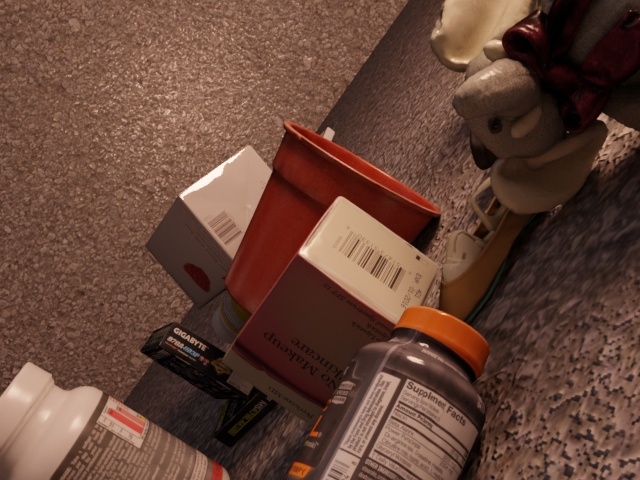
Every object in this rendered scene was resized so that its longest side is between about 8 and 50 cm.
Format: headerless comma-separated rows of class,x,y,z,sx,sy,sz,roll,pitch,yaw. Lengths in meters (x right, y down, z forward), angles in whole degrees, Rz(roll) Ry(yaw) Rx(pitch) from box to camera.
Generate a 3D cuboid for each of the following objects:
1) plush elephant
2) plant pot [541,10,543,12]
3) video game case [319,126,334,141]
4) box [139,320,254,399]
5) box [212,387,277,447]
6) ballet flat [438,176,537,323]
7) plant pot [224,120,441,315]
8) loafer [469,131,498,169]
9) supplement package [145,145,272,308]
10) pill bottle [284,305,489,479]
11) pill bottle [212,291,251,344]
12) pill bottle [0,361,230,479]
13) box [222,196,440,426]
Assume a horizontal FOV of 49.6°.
plush elephant,0.227,-0.171,0.647,0.255,0.271,0.330,-34,-10,22
plant pot,0.335,-0.428,0.978,0.271,0.272,0.255,-49,26,21
video game case,-0.081,-0.126,1.637,0.285,0.025,0.204,-40,20,39
box,-0.217,0.216,1.220,0.051,0.175,0.220,-60,13,-22
box,-0.106,0.246,1.241,0.184,0.045,0.190,-50,13,28
ballet flat,0.184,-0.010,0.779,0.232,0.073,0.080,-55,11,-6
plant pot,0.000,0.000,1.064,0.265,0.272,0.272,-60,11,11
loafer,0.272,-0.173,0.945,0.078,0.080,0.220,0,45,34
supplement package,-0.185,-0.014,1.311,0.175,0.177,0.293,-42,3,-30
pill bottle,0.058,0.178,0.595,0.245,0.130,0.130,-58,13,-22
pill bottle,-0.146,0.140,1.505,0.208,0.119,0.119,-42,16,42
pill bottle,-0.337,0.352,1.047,0.210,0.363,0.210,-50,12,15
box,0.008,0.090,0.822,0.232,0.149,0.127,-54,1,41
